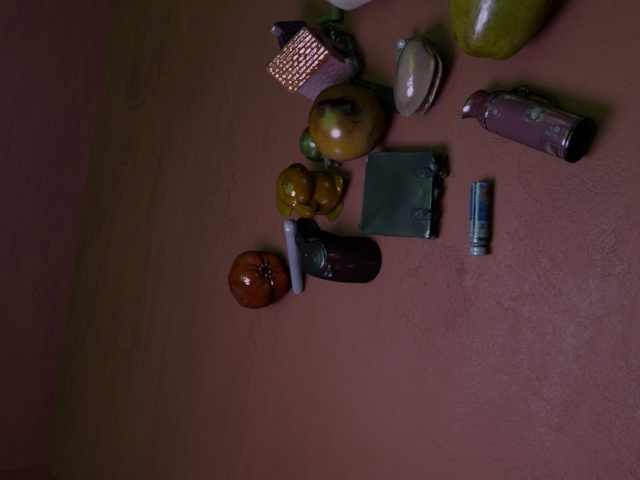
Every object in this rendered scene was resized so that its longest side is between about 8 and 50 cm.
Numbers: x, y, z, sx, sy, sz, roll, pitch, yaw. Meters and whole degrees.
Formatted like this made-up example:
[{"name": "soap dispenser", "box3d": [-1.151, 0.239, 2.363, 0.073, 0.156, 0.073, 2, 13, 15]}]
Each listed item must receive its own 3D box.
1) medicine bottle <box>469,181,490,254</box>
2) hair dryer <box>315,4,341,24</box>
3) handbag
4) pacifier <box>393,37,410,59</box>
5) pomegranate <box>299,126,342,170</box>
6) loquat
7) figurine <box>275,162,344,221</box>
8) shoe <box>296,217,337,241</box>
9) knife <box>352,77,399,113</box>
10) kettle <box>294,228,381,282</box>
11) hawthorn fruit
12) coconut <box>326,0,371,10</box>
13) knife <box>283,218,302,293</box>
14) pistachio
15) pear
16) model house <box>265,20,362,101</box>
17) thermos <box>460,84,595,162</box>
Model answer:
[{"name": "medicine bottle", "box3d": [0.413, -0.057, 1.664, 0.051, 0.051, 0.191, 2, 89, 45]}, {"name": "hair dryer", "box3d": [0.025, -0.745, 2.124, 0.124, 0.038, 0.063, -4, 83, 52]}, {"name": "handbag", "box3d": [0.235, -0.132, 1.831, 0.260, 0.079, 0.247, 7, 92, 45]}, {"name": "pacifier", "box3d": [0.250, -0.559, 1.848, 0.099, 0.078, 0.081, 33, 90, 42]}, {"name": "pomegranate", "box3d": [0.010, -0.305, 2.041, 0.159, 0.129, 0.129, 33, 111, 30]}, {"name": "loquat", "box3d": [0.077, -0.349, 1.900, 0.235, 0.235, 0.235, -4, 84, 45]}, {"name": "figurine", "box3d": [-0.036, -0.155, 2.000, 0.215, 0.228, 0.215, 171, 90, -67]}, {"name": "shoe", "box3d": [0.000, 0.000, 2.039, 0.093, 0.108, 0.241, -54, 49, 32]}, {"name": "knife", "box3d": [0.181, -0.440, 1.950, 0.245, 0.019, 0.072, 31, 110, 40]}, {"name": "kettle", "box3d": [0.043, 0.036, 1.902, 0.144, 0.232, 0.202, -52, 53, 29]}, {"name": "hawthorn fruit", "box3d": [-0.234, 0.151, 2.207, 0.243, 0.208, 0.207, -36, 62, 47]}, {"name": "coconut", "box3d": [0.102, -0.835, 1.910, 0.247, 0.245, 0.244, -11, 79, 43]}, {"name": "knife", "box3d": [-0.087, 0.049, 2.096, 0.073, 0.041, 0.265, -102, 5, -62]}, {"name": "pistachio", "box3d": [0.272, -0.457, 1.784, 0.152, 0.126, 0.223, 21, 112, 49]}, {"name": "pear", "box3d": [0.440, -0.596, 1.539, 0.253, 0.253, 0.307, 33, 123, 42]}, {"name": "model house", "box3d": [-0.035, -0.597, 2.004, 0.202, 0.237, 0.236, -35, 55, 34]}, {"name": "thermos", "box3d": [0.495, -0.307, 1.557, 0.330, 0.110, 0.136, 34, 111, 42]}]
